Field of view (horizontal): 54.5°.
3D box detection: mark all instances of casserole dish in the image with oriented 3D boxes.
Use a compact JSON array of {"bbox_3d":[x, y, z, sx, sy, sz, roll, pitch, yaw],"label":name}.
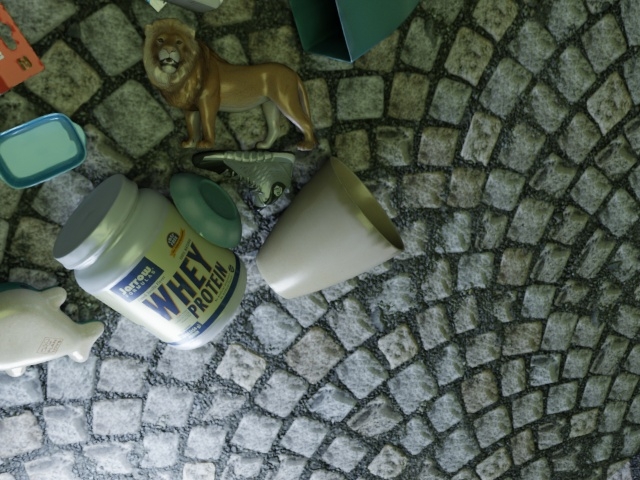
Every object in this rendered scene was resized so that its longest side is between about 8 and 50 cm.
[{"bbox_3d":[-0.551,-0.177,1.214,0.188,0.037,0.114,-26,114,-10],"label":"casserole dish"}]

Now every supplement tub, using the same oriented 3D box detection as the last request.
[{"bbox_3d":[-0.332,0.045,1.238,0.235,0.235,0.325,-47,122,1],"label":"supplement tub"}]

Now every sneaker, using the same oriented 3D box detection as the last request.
[{"bbox_3d":[-0.158,-0.125,1.317,0.228,0.086,0.132,-3,100,-25],"label":"sneaker"}]

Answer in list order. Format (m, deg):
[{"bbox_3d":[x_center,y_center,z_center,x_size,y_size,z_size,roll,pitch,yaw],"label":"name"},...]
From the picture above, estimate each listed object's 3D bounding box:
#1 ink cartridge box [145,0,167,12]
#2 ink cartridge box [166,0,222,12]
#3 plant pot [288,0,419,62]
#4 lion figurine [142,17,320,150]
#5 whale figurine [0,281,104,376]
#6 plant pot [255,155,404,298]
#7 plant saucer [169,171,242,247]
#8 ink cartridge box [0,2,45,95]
[{"bbox_3d":[-0.303,-0.487,1.194,0.083,0.028,0.048,-47,116,1],"label":"ink cartridge box"},{"bbox_3d":[-0.301,-0.544,1.079,0.282,0.117,0.208,9,97,-36],"label":"ink cartridge box"},{"bbox_3d":[0.080,-0.492,1.235,0.234,0.165,0.166,-35,129,-20],"label":"plant pot"},{"bbox_3d":[-0.166,-0.306,1.262,0.391,0.142,0.241,-4,100,-32],"label":"lion figurine"},{"bbox_3d":[-0.595,0.177,1.287,0.272,0.141,0.216,22,102,-49],"label":"whale figurine"},{"bbox_3d":[0.000,0.000,1.367,0.274,0.257,0.256,-38,117,16],"label":"plant pot"},{"bbox_3d":[-0.221,-0.073,1.273,0.037,0.195,0.195,-37,118,21],"label":"plant saucer"},{"bbox_3d":[-0.657,-0.332,1.116,0.232,0.066,0.189,-30,115,-2],"label":"ink cartridge box"}]
